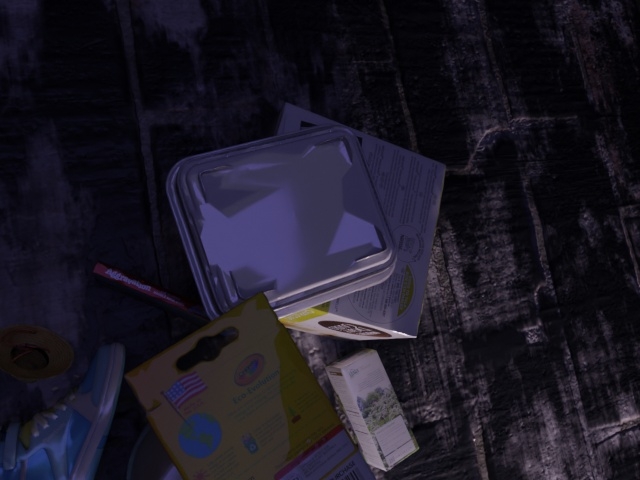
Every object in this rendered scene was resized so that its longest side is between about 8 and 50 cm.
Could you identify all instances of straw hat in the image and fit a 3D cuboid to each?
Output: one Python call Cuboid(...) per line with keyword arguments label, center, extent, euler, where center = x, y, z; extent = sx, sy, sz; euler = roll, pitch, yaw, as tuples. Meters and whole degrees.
Cuboid(label="straw hat", center=(-0.527, 0.220, 0.931), extent=(0.145, 0.144, 0.061), euler=(24, 110, -14))

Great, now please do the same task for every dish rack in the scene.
Cuboid(label="dish rack", center=(-0.044, -0.035, 0.798), extent=(0.333, 0.072, 0.285), euler=(-18, 86, -19))

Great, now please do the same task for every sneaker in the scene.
Cuboid(label="sneaker", center=(-0.477, 0.318, 0.901), extent=(0.208, 0.127, 0.318), euler=(19, 73, -17))

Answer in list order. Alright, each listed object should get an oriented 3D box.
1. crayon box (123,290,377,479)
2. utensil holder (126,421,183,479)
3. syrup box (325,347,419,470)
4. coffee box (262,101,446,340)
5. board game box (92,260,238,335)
Cuboid(label="crayon box", center=(-0.082, 0.251, 0.667), extent=(0.202, 0.081, 0.318), euler=(-30, 91, -23))
Cuboid(label="utensil holder", center=(-0.152, 0.426, 0.858), extent=(0.328, 0.385, 0.327), euler=(4, 78, -19))
Cuboid(label="syrup box", center=(0.109, 0.361, 1.123), extent=(0.093, 0.096, 0.236), euler=(-23, 88, -25))
Cuboid(label="coffee box", center=(0.000, 0.000, 1.024), extent=(0.335, 0.338, 0.337), euler=(17, 73, -16))
Cuboid(label="board game box", center=(-0.294, 0.118, 0.997), extent=(0.282, 0.145, 0.027), euler=(26, 69, -14))
